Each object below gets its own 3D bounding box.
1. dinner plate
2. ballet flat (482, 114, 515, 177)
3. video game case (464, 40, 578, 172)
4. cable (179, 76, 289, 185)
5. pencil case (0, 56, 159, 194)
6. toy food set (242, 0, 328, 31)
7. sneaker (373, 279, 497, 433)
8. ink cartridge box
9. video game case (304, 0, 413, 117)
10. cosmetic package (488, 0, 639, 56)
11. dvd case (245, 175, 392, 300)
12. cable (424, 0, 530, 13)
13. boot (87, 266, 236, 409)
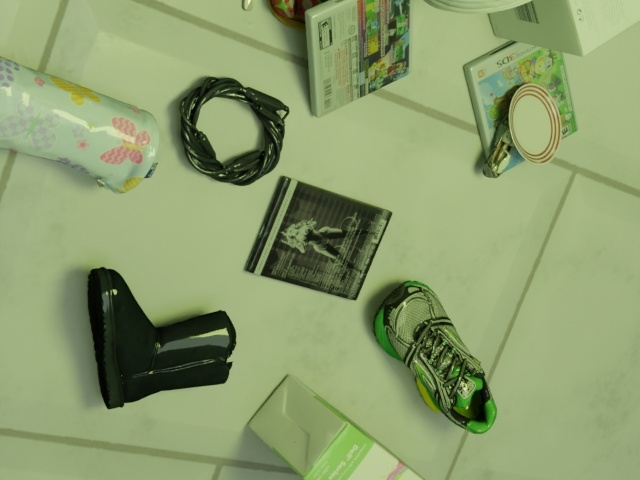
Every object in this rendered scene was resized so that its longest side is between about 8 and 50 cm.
[{"bbox_3d":[0.364,-0.198,1.869,0.141,0.017,0.141,6,81,-41],"label":"dinner plate"},{"bbox_3d":[0.314,-0.157,1.864,0.041,0.041,0.114,18,98,-34],"label":"ballet flat"},{"bbox_3d":[0.351,-0.244,1.892,0.193,0.023,0.212,-29,120,-18],"label":"video game case"},{"bbox_3d":[-0.138,-0.162,1.631,0.184,0.047,0.150,17,104,-36],"label":"cable"},{"bbox_3d":[-0.353,-0.154,1.463,0.273,0.113,0.124,20,117,-34],"label":"pencil case"},{"bbox_3d":[-0.005,-0.368,1.609,0.218,0.071,0.128,7,104,-32],"label":"toy food set"},{"bbox_3d":[0.216,0.203,1.907,0.134,0.146,0.343,-44,123,-9],"label":"sneaker"},{"bbox_3d":[0.067,0.392,1.851,0.353,0.207,0.119,42,83,-34],"label":"ink cartridge box"},{"bbox_3d":[0.061,-0.298,1.658,0.183,0.023,0.201,-28,143,-19],"label":"video game case"},{"bbox_3d":[0.412,-0.416,1.742,0.225,0.224,0.138,-33,121,-15],"label":"cosmetic package"},{"bbox_3d":[0.000,0.000,1.782,0.221,0.018,0.164,16,100,-34],"label":"dvd case"},{"bbox_3d":[0.256,-0.443,1.617,0.257,0.257,0.089,-50,144,-20],"label":"cable"},{"bbox_3d":[-0.235,0.130,1.645,0.207,0.094,0.246,-13,121,-22],"label":"boot"}]
